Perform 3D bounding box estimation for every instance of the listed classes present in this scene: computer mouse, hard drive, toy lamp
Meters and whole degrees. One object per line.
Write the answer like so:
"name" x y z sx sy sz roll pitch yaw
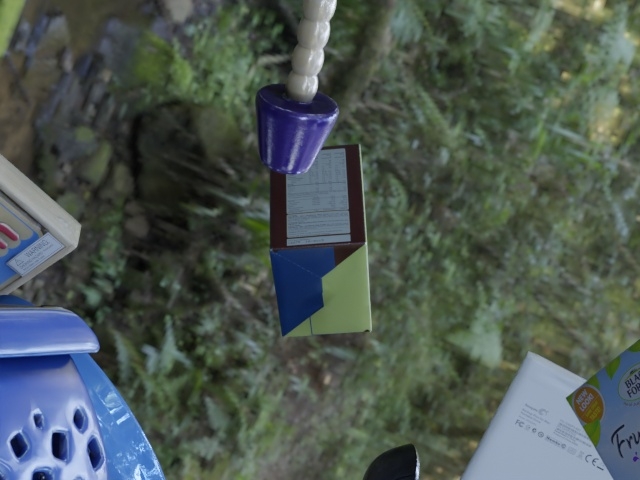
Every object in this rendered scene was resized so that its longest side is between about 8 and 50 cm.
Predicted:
"computer mouse" 0.082 0.452 1.949 0.184 0.060 0.262 -88 -159 -43
"hard drive" 0.321 0.342 1.743 0.307 0.203 0.040 -65 170 14
"toy lamp" -0.004 -0.189 1.047 0.080 0.080 0.274 -43 151 -61

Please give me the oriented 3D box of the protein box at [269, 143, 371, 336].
"protein box" 0.000 0.000 1.758 0.199 0.136 0.201 84 3 -48

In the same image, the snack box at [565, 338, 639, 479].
"snack box" 0.346 0.184 1.097 0.070 0.207 0.174 -4 146 -40

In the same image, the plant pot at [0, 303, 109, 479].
"plant pot" -0.329 0.156 1.018 0.236 0.236 0.212 5 86 -64

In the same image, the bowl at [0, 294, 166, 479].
"bowl" -0.332 0.238 1.519 0.077 0.391 0.391 -36 152 -30

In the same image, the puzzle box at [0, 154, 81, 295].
"puzzle box" -0.552 0.011 1.562 0.409 0.272 0.052 -32 -148 21
